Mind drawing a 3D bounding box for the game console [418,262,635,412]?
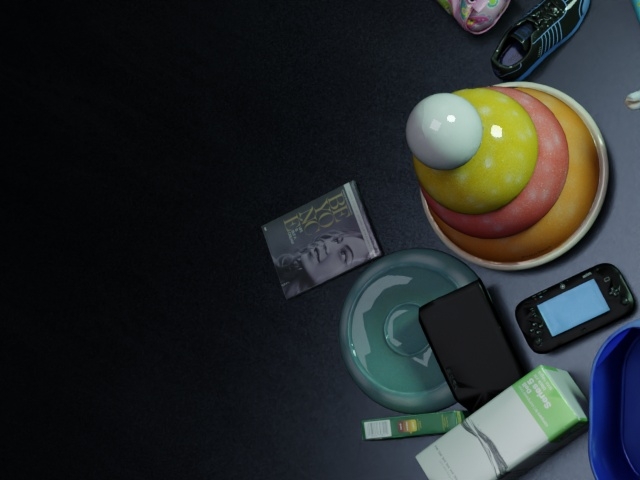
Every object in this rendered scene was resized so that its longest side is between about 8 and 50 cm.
[{"bbox_3d":[0.370,0.142,1.872,0.361,0.044,0.213,-27,79,10],"label":"game console"}]

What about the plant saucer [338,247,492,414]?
[{"bbox_3d":[0.173,0.168,1.986,0.317,0.043,0.318,-4,80,23],"label":"plant saucer"}]

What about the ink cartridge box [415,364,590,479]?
[{"bbox_3d":[0.323,0.340,1.804,0.273,0.198,0.115,-39,67,14],"label":"ink cartridge box"}]

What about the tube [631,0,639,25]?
[{"bbox_3d":[0.599,-0.406,1.885,0.080,0.052,0.207,-25,79,29],"label":"tube"}]

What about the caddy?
[{"bbox_3d":[0.558,0.287,1.682,0.241,0.179,0.342,3,94,33],"label":"caddy"}]

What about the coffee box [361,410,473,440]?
[{"bbox_3d":[0.178,0.338,1.918,0.184,0.113,0.041,-10,76,21],"label":"coffee box"}]

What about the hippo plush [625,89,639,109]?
[{"bbox_3d":[0.635,-0.238,1.675,0.234,0.236,0.294,-42,49,22],"label":"hippo plush"}]

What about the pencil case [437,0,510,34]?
[{"bbox_3d":[0.243,-0.524,2.021,0.124,0.124,0.284,-42,67,13],"label":"pencil case"}]

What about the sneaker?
[{"bbox_3d":[0.406,-0.391,1.941,0.081,0.090,0.232,43,100,24],"label":"sneaker"}]

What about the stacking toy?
[{"bbox_3d":[0.271,-0.147,1.749,0.350,0.480,0.351,-4,80,23],"label":"stacking toy"}]

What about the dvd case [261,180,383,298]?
[{"bbox_3d":[0.000,0.000,2.104,0.221,0.018,0.165,-26,72,19],"label":"dvd case"}]
